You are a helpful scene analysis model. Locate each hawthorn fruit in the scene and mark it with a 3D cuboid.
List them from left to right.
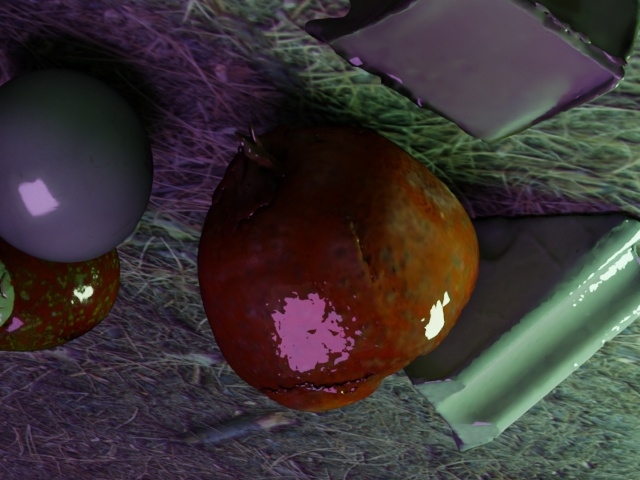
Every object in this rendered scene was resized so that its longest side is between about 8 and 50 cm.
[{"bbox_3d":[0.000,0.000,1.513,0.276,0.276,0.307,-1,132,34],"label":"hawthorn fruit"}]

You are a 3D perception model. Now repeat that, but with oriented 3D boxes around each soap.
[{"bbox_3d":[0.186,0.030,1.700,0.302,0.258,0.159,-39,135,7],"label":"soap"}]

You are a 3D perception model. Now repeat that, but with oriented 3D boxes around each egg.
[{"bbox_3d":[-0.258,-0.069,1.596,0.182,0.183,0.264,14,162,5],"label":"egg"}]

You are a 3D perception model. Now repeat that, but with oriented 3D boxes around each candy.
[{"bbox_3d":[0.123,-0.179,1.179,0.184,0.137,0.195,28,152,-24],"label":"candy"}]

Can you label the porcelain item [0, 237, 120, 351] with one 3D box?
[{"bbox_3d":[-0.349,0.003,1.828,0.253,0.253,0.253,14,156,6],"label":"porcelain item"}]
